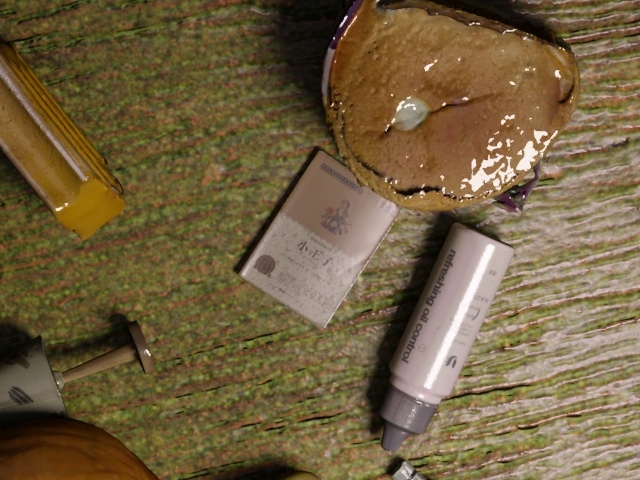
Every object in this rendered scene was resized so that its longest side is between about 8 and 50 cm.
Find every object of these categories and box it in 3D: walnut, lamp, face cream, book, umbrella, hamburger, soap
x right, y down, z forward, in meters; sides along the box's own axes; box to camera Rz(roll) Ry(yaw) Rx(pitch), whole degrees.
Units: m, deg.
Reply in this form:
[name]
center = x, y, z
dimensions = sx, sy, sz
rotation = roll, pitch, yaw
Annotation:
[walnut]
center = -0.362, 0.392, 1.762
dimensions = 0.397, 0.308, 0.354
rotation = -14, 133, 3
[lamp]
center = -0.326, 0.171, 1.834
dimensions = 0.214, 0.121, 0.121
rotation = -21, 97, -12
[face cream]
center = 0.150, 0.133, 1.848
dimensions = 0.092, 0.092, 0.311
rotation = 23, 97, -3
[book]
center = 0.000, 0.000, 1.866
dimensions = 0.138, 0.016, 0.199
rotation = 33, 95, -5
[umbrella]
center = 0.173, 0.361, 1.898
dimensions = 0.188, 0.046, 0.050
rotation = 44, 102, -1
[hamburger]
center = 0.148, -0.170, 1.761
dimensions = 0.318, 0.195, 0.277
rotation = 20, 99, -1
[soap]
center = -0.344, -0.124, 1.774
dimensions = 0.080, 0.160, 0.257
rotation = -36, 95, 5

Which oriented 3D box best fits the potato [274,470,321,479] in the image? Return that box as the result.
[potato]
center = -0.063, 0.386, 1.857
dimensions = 0.157, 0.157, 0.194
rotation = 44, 81, -5
